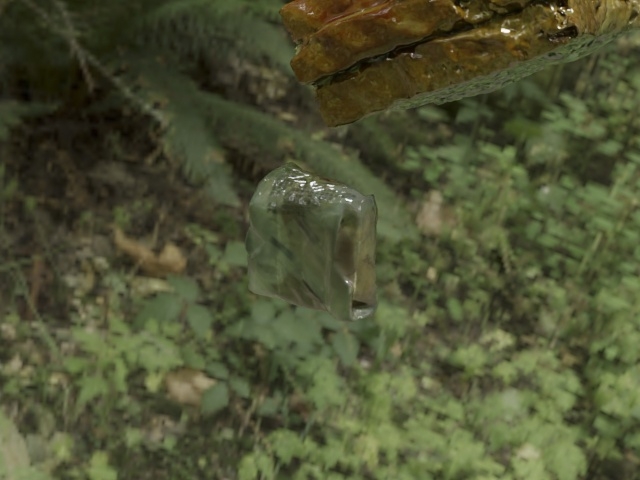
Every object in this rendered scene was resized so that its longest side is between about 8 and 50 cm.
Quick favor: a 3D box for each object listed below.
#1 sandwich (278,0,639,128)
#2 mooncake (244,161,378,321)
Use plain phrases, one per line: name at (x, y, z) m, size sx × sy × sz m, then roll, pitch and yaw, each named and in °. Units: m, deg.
sandwich at (0.152, -0.205, 1.300) m, size 0.325 × 0.262 × 0.131 m, roll -24°, pitch 95°, yaw -59°
mooncake at (0.000, 0.000, 1.286) m, size 0.125 × 0.130 × 0.073 m, roll 18°, pitch 32°, yaw 30°
